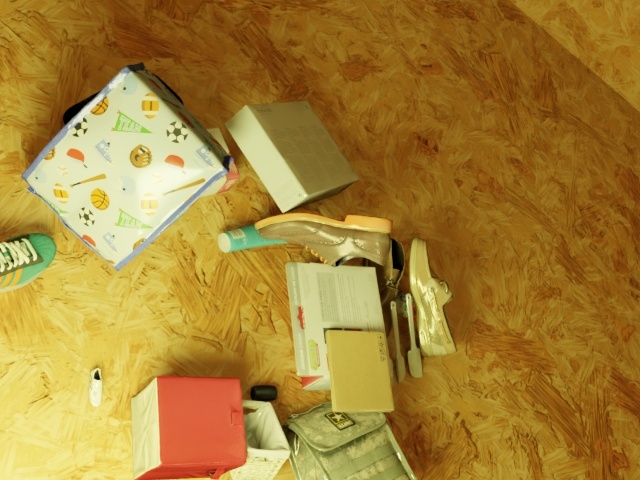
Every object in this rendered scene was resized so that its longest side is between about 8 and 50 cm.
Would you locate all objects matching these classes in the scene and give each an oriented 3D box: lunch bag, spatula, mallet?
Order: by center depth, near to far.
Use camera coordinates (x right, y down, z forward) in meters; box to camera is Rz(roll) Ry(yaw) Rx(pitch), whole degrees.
[{"bbox_3d":[-0.446,-0.162,1.790,0.328,0.385,0.239,45,9,-10],"label":"lunch bag"},{"bbox_3d":[0.060,0.519,1.868,0.235,0.169,0.287,-14,68,-37],"label":"lunch bag"},{"bbox_3d":[-0.122,0.441,1.874,0.062,0.039,0.190,-3,72,-31],"label":"mallet"},{"bbox_3d":[0.209,0.276,2.132,0.168,0.019,0.242,-9,95,-33],"label":"spatula"}]

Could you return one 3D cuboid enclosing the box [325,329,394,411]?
[{"bbox_3d":[0.096,0.320,1.913,0.164,0.021,0.201,6,65,-25],"label":"box"}]

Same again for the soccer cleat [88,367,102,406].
[{"bbox_3d":[-0.489,0.319,1.694,0.029,0.035,0.083,8,62,-30],"label":"soccer cleat"}]

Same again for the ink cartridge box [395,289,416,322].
[{"bbox_3d":[0.255,0.192,2.252,0.115,0.029,0.063,27,54,-19],"label":"ink cartridge box"}]

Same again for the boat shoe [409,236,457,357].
[{"bbox_3d":[0.319,0.155,2.195,0.121,0.110,0.341,-19,101,-76],"label":"boat shoe"}]

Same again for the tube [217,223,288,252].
[{"bbox_3d":[-0.176,-0.012,2.069,0.207,0.052,0.080,-13,79,-42],"label":"tube"}]

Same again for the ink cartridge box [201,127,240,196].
[{"bbox_3d":[-0.342,-0.194,2.025,0.217,0.092,0.159,-18,76,-36],"label":"ink cartridge box"}]

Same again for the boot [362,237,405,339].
[{"bbox_3d":[0.176,0.132,2.178,0.112,0.115,0.306,19,59,-28],"label":"boot"}]

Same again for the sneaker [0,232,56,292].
[{"bbox_3d":[-0.690,0.052,1.648,0.302,0.121,0.108,-29,84,-40],"label":"sneaker"}]

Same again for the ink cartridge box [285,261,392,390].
[{"bbox_3d":[0.021,0.223,2.016,0.271,0.130,0.310,6,63,-27],"label":"ink cartridge box"}]

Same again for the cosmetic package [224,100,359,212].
[{"bbox_3d":[-0.067,-0.241,2.138,0.284,0.097,0.377,58,26,4],"label":"cosmetic package"}]

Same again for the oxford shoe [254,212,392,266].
[{"bbox_3d":[0.000,0.000,1.990,0.130,0.363,0.133,11,82,-71],"label":"oxford shoe"}]

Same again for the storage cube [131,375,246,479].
[{"bbox_3d":[-0.289,0.410,1.682,0.193,0.183,0.215,8,62,-29],"label":"storage cube"}]

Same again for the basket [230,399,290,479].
[{"bbox_3d":[-0.155,0.454,1.758,0.113,0.103,0.167,12,26,-28],"label":"basket"}]

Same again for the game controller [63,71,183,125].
[{"bbox_3d":[-0.504,-0.330,2.006,0.166,0.067,0.319,49,49,-2],"label":"game controller"}]
